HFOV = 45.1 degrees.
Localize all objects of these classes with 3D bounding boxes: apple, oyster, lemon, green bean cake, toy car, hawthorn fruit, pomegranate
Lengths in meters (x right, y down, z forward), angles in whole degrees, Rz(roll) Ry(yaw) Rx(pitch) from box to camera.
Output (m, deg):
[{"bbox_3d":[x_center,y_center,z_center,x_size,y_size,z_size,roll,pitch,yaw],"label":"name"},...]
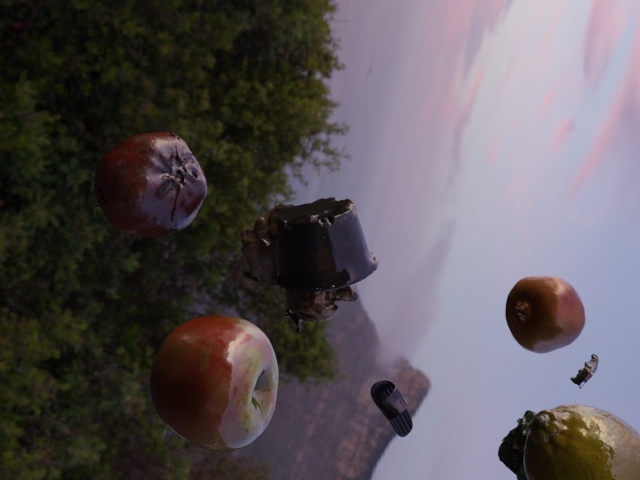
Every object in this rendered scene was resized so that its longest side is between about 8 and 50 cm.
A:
[{"bbox_3d":[-0.252,0.329,1.808,0.319,0.277,0.318,5,90,-72],"label":"apple"},{"bbox_3d":[-0.036,0.039,1.324,0.337,0.198,0.133,-111,-169,-56],"label":"oyster"},{"bbox_3d":[0.388,0.332,1.112,0.184,0.248,0.184,-50,-171,11],"label":"lemon"},{"bbox_3d":[0.537,0.505,1.717,0.169,0.300,0.308,-53,136,0],"label":"green bean cake"},{"bbox_3d":[0.628,0.307,1.815,0.122,0.035,0.059,-12,139,-56],"label":"toy car"},{"bbox_3d":[-0.304,-0.090,1.290,0.181,0.235,0.181,15,71,-50],"label":"hawthorn fruit"},{"bbox_3d":[0.590,0.194,2.021,0.209,0.209,0.209,13,90,-87],"label":"pomegranate"}]

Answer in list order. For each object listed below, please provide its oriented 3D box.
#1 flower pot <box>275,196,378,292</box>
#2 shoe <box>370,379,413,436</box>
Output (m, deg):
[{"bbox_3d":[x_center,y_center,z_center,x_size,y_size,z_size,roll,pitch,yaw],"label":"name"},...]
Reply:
[{"bbox_3d":[0.000,0.000,1.143,0.157,0.158,0.106,-69,149,-68],"label":"flower pot"},{"bbox_3d":[0.165,0.363,1.644,0.062,0.053,0.159,-38,118,-19],"label":"shoe"}]
